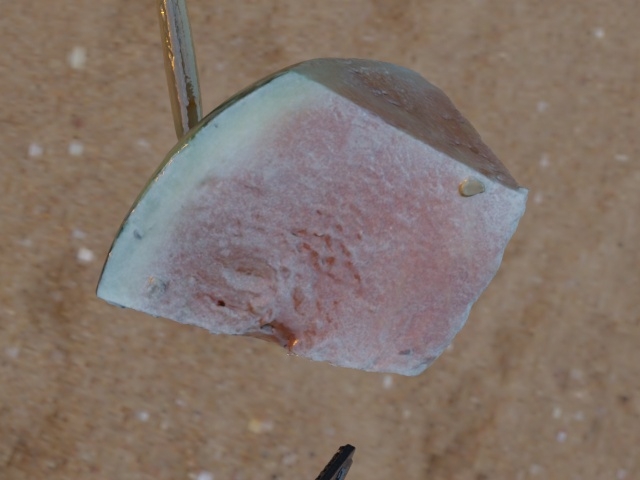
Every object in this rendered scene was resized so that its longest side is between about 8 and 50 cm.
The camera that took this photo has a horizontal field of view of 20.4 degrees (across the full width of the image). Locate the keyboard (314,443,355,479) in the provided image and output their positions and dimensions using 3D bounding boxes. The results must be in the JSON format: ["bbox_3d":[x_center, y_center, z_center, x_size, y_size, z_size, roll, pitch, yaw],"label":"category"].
[{"bbox_3d":[-0.022,0.170,0.974,0.061,0.013,0.204,-66,170,19],"label":"keyboard"}]

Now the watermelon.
[{"bbox_3d":[0.000,0.000,1.160,0.261,0.201,0.213,-2,129,-58],"label":"watermelon"}]

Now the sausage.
[{"bbox_3d":[-0.101,-0.131,1.269,0.024,0.024,0.132,-13,96,-39],"label":"sausage"}]
